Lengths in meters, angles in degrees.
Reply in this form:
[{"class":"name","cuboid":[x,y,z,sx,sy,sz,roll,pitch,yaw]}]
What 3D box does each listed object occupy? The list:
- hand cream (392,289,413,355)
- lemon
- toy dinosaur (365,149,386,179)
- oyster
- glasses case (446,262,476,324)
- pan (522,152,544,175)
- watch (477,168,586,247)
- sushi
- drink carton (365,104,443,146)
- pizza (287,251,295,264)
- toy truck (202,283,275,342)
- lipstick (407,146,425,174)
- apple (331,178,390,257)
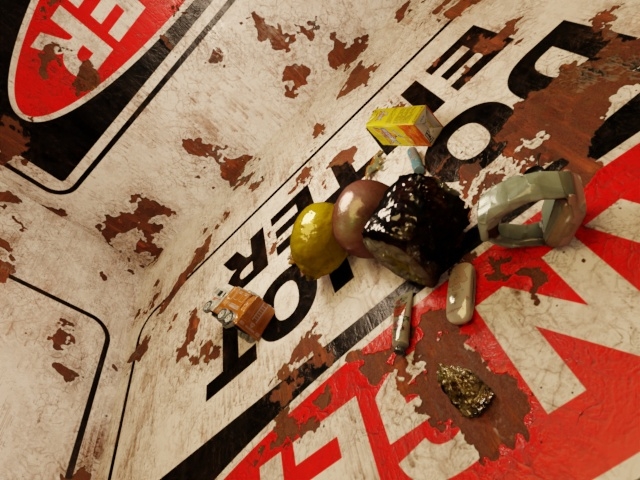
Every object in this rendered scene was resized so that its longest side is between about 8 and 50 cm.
[{"class":"hand cream","cuboid":[0.266,0.263,1.459,0.080,0.050,0.234,-32,30,36]},{"class":"lemon","cuboid":[0.002,-0.007,1.869,0.285,0.286,0.316,-21,18,41]},{"class":"toy dinosaur","cuboid":[0.236,-0.344,2.125,0.212,0.057,0.142,-47,19,6]},{"class":"oyster","cuboid":[0.370,0.382,1.185,0.105,0.056,0.177,-53,34,14]},{"class":"glasses case","cuboid":[0.423,0.157,1.347,0.081,0.051,0.204,-19,43,41]},{"class":"pan","cuboid":[0.686,-0.226,1.426,0.068,0.023,0.115,2,62,55]},{"class":"watch","cuboid":[0.555,-0.081,1.227,0.240,0.254,0.162,6,53,11]},{"class":"sushi","cuboid":[0.310,-0.043,1.472,0.281,0.299,0.294,25,76,43]},{"class":"drink carton","cuboid":[0.369,-0.516,2.026,0.111,0.154,0.351,-55,31,-7]},{"class":"pizza","cuboid":[-0.097,0.019,2.187,0.185,0.052,0.195,-35,34,21]},{"class":"toy truck","cuboid":[-0.391,0.328,2.142,0.387,0.173,0.207,10,60,53]},{"class":"lipstick","cuboid":[0.403,-0.338,1.900,0.048,0.048,0.158,-36,34,25]},{"class":"apple","cuboid":[0.185,-0.082,1.689,0.306,0.305,0.235,-56,31,-8]}]
